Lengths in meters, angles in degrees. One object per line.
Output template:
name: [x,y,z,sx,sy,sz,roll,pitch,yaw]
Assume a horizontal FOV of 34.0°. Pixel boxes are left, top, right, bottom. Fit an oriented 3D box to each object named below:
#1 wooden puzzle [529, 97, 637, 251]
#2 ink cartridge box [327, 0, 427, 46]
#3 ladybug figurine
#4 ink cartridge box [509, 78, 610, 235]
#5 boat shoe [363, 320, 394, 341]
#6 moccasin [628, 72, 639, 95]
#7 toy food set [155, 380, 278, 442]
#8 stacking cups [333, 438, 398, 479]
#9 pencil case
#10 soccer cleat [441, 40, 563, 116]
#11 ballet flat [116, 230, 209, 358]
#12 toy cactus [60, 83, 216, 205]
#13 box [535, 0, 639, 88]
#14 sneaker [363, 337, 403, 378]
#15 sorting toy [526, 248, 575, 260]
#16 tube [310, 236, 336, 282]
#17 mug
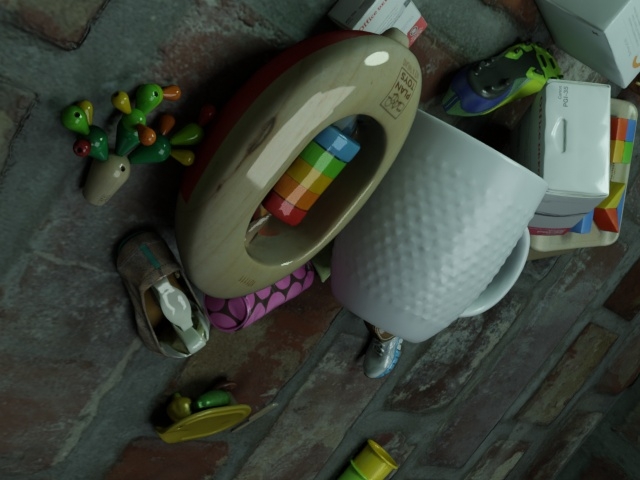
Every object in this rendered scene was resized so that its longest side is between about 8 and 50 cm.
wooden puzzle: [0.559,-0.137,2.154,0.348,0.080,0.322,-2,102,-48]
ink cartridge box: [0.083,-0.318,1.509,0.099,0.056,0.135,-50,148,2]
ladybug figurine: [-0.043,-0.122,1.456,0.449,0.162,0.305,-48,149,6]
ink cartridge box: [0.422,-0.140,1.873,0.283,0.117,0.207,101,-7,-77]
boat shoe: [0.223,0.072,2.017,0.324,0.120,0.122,-44,130,-13]
moccasin: [0.680,-0.383,2.066,0.139,0.147,0.380,-45,156,-10]
toy food set: [-0.196,0.292,1.830,0.218,0.071,0.128,2,147,-49]
stacking cups: [0.037,0.604,2.428,0.316,0.096,0.096,-45,148,2]
pencil case: [-0.094,0.065,1.643,0.095,0.098,0.209,-25,-178,32]
soccer cleat: [0.319,-0.279,1.837,0.289,0.093,0.121,-20,169,-44]
ballet flat: [-0.221,0.113,1.556,0.107,0.106,0.316,-40,148,-14]
toy cactus: [-0.238,-0.114,1.314,0.219,0.112,0.180,-13,144,-55]
box: [0.556,-0.477,1.809,0.345,0.168,0.215,-50,149,1]
sneaker: [0.131,0.190,2.118,0.083,0.071,0.190,23,97,-51]
sorting toy: [0.460,-0.072,2.164,0.307,0.041,0.229,-7,100,-47]
tube: [0.000,0.000,1.759,0.070,0.062,0.240,-9,157,15]
mug: [0.203,0.002,1.730,0.374,0.276,0.328,25,97,-39]
